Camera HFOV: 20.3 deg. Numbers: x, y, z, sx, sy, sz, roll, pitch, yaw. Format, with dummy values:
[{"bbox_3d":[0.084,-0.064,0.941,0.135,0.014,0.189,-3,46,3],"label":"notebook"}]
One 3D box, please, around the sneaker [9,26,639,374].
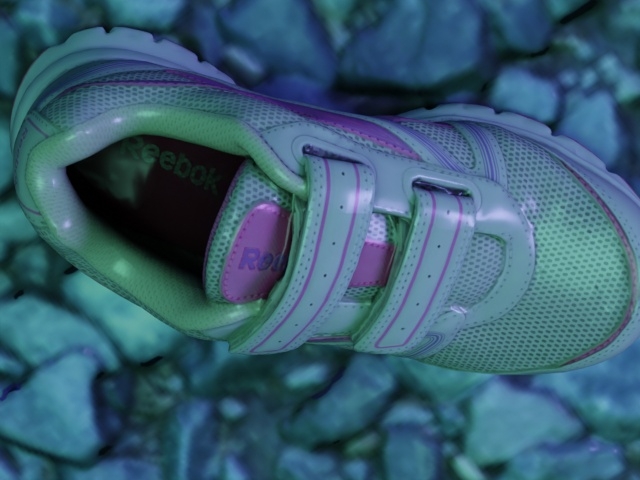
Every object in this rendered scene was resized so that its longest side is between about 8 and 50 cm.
[{"bbox_3d":[0.000,0.000,0.637,0.252,0.111,0.103,12,108,2],"label":"sneaker"}]
